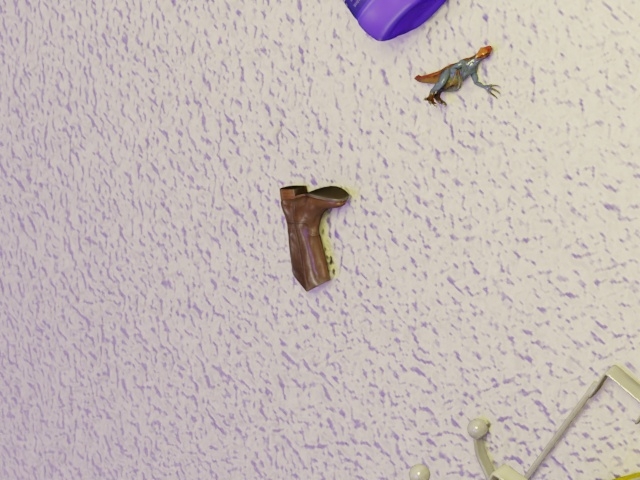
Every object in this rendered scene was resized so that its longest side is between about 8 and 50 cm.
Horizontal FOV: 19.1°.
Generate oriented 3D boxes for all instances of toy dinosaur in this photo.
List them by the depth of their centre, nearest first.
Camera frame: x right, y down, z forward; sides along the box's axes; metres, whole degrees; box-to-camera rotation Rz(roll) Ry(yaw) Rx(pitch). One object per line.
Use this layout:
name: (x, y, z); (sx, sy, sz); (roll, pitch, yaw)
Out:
toy dinosaur: (0.132, -0.166, 1.848); (0.090, 0.047, 0.082); (48, 114, 30)

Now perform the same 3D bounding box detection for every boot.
boot: (0.000, 0.000, 2.029); (0.106, 0.037, 0.114); (8, 110, 53)

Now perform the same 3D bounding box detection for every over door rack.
over door rack: (0.149, 0.243, 1.862); (0.108, 0.239, 0.324); (50, 133, 6)

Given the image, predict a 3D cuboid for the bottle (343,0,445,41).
bottle: (0.020, -0.333, 1.838); (0.283, 0.092, 0.118); (55, 140, 10)

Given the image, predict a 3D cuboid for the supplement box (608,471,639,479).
supplement box: (0.369, 0.307, 1.723); (0.356, 0.195, 0.194); (-24, 90, 44)
